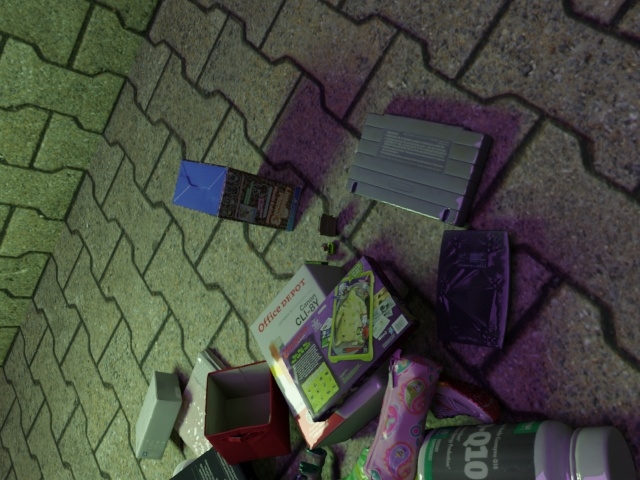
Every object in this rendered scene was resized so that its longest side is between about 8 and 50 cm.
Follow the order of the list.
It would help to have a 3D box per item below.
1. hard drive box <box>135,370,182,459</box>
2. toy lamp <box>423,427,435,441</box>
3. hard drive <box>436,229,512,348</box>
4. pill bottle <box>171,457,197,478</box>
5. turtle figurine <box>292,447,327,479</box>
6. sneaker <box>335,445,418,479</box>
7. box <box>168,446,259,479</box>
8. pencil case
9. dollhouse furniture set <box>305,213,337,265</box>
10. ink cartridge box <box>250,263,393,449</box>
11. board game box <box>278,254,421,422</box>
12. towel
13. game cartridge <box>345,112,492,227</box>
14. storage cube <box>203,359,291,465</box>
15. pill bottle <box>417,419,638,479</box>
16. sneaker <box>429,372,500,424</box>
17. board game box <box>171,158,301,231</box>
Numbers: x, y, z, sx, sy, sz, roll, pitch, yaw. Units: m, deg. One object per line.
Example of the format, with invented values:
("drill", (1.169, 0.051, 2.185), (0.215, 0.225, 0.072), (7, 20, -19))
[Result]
("hard drive box", (-0.564, 0.603, 1.901), (0.232, 0.089, 0.181), (-69, 24, 12))
("toy lamp", (0.273, 0.562, 1.220), (0.080, 0.080, 0.275), (-31, 65, 34))
("hard drive", (0.347, 0.105, 1.233), (0.171, 0.054, 0.255), (0, 84, 42))
("pill bottle", (-0.415, 0.767, 1.731), (0.117, 0.117, 0.215), (60, 143, 29))
("turtle figurine", (-0.032, 0.677, 1.453), (0.175, 0.118, 0.234), (-102, 20, -74))
("sneaker", (0.130, 0.577, 1.346), (0.295, 0.109, 0.124), (-38, 32, 37))
("box", (-0.290, 0.788, 1.491), (0.312, 0.179, 0.343), (-34, 43, -10))
("pencil case", (0.175, 0.382, 1.188), (0.124, 0.124, 0.284), (10, 83, 42))
("dollhouse furniture set", (0.000, 0.000, 1.540), (0.058, 0.076, 0.152), (3, 87, 41))
("ink cartridge box", (0.014, 0.291, 1.430), (0.279, 0.160, 0.385), (-49, 55, 25))
("board game box", (0.054, 0.228, 1.259), (0.347, 0.056, 0.208), (-50, 54, 23))
("towel", (-0.351, 0.570, 1.788), (0.331, 0.053, 0.317), (32, 105, 40))
("game cartridge", (0.235, -0.189, 1.373), (0.355, 0.068, 0.230), (23, 96, 41))
("storage cube", (-0.193, 0.469, 1.495), (0.183, 0.193, 0.215), (-13, 44, 5))
("pill bottle", (0.388, 0.453, 1.050), (0.360, 0.204, 0.204), (-19, 71, 37))
("sneaker", (0.300, 0.361, 1.229), (0.225, 0.088, 0.093), (12, 96, 51))
("board game box", (-0.246, -0.131, 1.631), (0.232, 0.291, 0.141), (15, 93, 41))
